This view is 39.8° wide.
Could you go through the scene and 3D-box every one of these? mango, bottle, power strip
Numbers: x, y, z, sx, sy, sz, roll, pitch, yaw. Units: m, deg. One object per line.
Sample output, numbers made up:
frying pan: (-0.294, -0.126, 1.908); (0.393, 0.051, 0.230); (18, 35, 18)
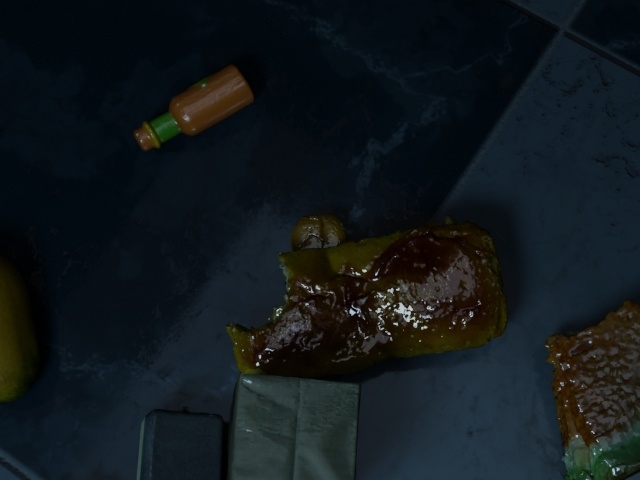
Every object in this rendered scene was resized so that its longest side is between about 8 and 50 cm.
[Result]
mango: (-0.472, 0.119, 1.217); (0.152, 0.120, 0.221); (-13, 81, -8)
bottle: (-0.193, -0.194, 1.332); (0.187, 0.069, 0.069); (-32, 74, -9)
power strip: (-0.183, 0.340, 1.138); (0.105, 0.070, 0.256); (11, 64, -22)

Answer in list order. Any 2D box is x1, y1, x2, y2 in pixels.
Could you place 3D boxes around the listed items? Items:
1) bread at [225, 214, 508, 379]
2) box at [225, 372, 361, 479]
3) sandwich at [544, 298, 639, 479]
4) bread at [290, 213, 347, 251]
bread: (0.059, 0.082, 1.205); (0.380, 0.109, 0.185); (-11, 86, -2)
box: (-0.038, 0.260, 1.092); (0.155, 0.231, 0.149); (5, 72, -5)
sandwich: (0.418, 0.191, 1.170); (0.292, 0.109, 0.212); (-23, 74, -5)
bread: (0.000, 0.000, 1.277); (0.083, 0.046, 0.081); (22, 77, 7)
